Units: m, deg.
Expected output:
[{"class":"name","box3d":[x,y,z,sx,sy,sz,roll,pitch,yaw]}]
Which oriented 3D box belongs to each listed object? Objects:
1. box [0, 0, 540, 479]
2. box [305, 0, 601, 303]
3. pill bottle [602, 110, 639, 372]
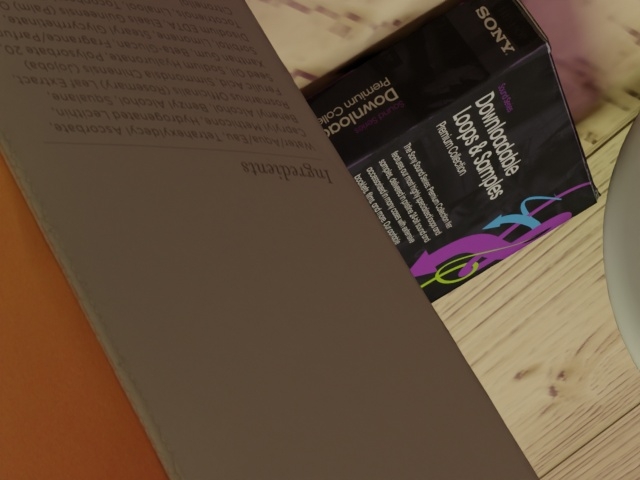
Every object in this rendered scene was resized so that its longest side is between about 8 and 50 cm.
[{"class":"box","box3d":[-0.056,0.030,0.387,0.091,0.170,0.130,2,139,-48]},{"class":"box","box3d":[0.000,0.000,0.557,0.162,0.029,0.116,-30,155,2]},{"class":"pill bottle","box3d":[0.215,0.025,0.677,0.161,0.161,0.283,-37,154,14]}]
